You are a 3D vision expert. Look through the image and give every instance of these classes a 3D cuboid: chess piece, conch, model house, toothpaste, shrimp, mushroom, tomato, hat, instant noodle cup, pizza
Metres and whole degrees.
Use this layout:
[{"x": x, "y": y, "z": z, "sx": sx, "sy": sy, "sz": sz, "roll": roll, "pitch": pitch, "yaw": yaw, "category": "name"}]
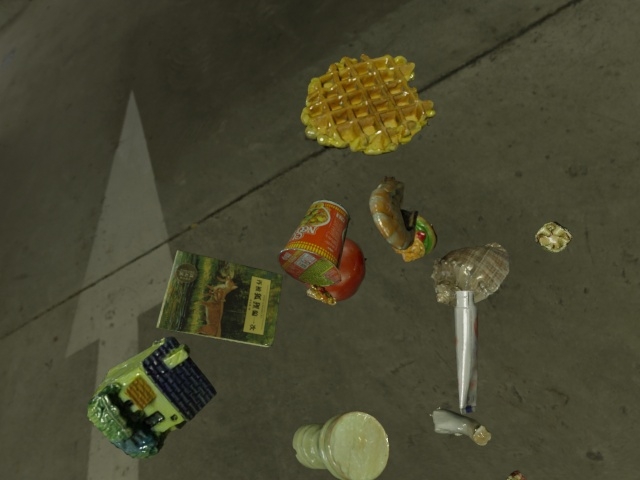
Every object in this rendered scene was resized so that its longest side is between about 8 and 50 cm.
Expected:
[{"x": 0.050, "y": 0.780, "z": 1.579, "sx": 0.442, "sy": 0.234, "sz": 0.234, "roll": 133, "pitch": 145, "yaw": -55, "category": "chess piece"}, {"x": 0.604, "y": 0.120, "z": 1.713, "sx": 0.352, "sy": 0.210, "sz": 0.297, "roll": -58, "pitch": 21, "yaw": -9, "category": "conch"}, {"x": -0.354, "y": 0.343, "z": 0.935, "sx": 0.211, "sy": 0.194, "sz": 0.170, "roll": -32, "pitch": 14, "yaw": 3, "category": "model house"}, {"x": 0.405, "y": 0.303, "z": 1.150, "sx": 0.066, "sy": 0.100, "sz": 0.323, "roll": -9, "pitch": 72, "yaw": 40, "category": "toothpaste"}, {"x": 0.169, "y": -0.065, "z": 0.899, "sx": 0.059, "sy": 0.145, "sz": 0.254, "roll": -33, "pitch": 10, "yaw": 28, "category": "shrimp"}, {"x": 0.525, "y": 0.703, "z": 1.583, "sx": 0.278, "sy": 0.096, "sz": 0.099, "roll": -13, "pitch": 77, "yaw": 58, "category": "mushroom"}, {"x": 0.057, "y": 0.134, "z": 2.007, "sx": 0.322, "sy": 0.321, "sz": 0.321, "roll": -15, "pitch": 57, "yaw": 24, "category": "tomato"}, {"x": 0.631, "y": -0.006, "z": 1.133, "sx": 0.077, "sy": 0.059, "sz": 0.076, "roll": 43, "pitch": 97, "yaw": 24, "category": "hat"}, {"x": 0.000, "y": 0.000, "z": 1.227, "sx": 0.193, "sy": 0.193, "sz": 0.212, "roll": 0, "pitch": 51, "yaw": 31, "category": "instant noodle cup"}, {"x": -0.001, "y": 0.128, "z": 1.026, "sx": 0.083, "sy": 0.078, "sz": 0.025, "roll": 40, "pitch": 108, "yaw": 34, "category": "pizza"}]

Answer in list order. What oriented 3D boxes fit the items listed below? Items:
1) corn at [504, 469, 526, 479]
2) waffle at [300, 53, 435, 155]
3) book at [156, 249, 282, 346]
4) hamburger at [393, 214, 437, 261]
[{"x": 0.517, "y": 0.789, "z": 1.190, "sx": 0.280, "sy": 0.092, "sz": 0.092, "roll": -37, "pitch": 46, "yaw": -25, "category": "corn"}, {"x": 0.102, "y": -0.297, "z": 0.891, "sx": 0.282, "sy": 0.058, "sz": 0.300, "roll": 4, "pitch": 59, "yaw": 11, "category": "waffle"}, {"x": -0.195, "y": 0.120, "z": 0.848, "sx": 0.024, "sy": 0.228, "sz": 0.160, "roll": 143, "pitch": 138, "yaw": -58, "category": "book"}, {"x": 0.418, "y": -0.010, "z": 1.958, "sx": 0.149, "sy": 0.237, "sz": 0.237, "roll": -31, "pitch": 46, "yaw": -23, "category": "hamburger"}]
